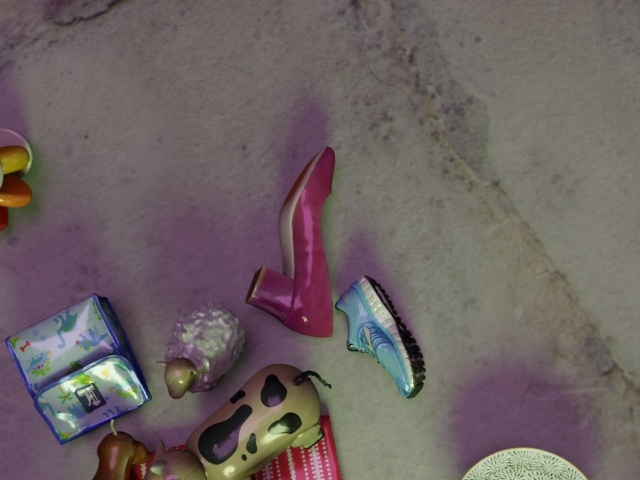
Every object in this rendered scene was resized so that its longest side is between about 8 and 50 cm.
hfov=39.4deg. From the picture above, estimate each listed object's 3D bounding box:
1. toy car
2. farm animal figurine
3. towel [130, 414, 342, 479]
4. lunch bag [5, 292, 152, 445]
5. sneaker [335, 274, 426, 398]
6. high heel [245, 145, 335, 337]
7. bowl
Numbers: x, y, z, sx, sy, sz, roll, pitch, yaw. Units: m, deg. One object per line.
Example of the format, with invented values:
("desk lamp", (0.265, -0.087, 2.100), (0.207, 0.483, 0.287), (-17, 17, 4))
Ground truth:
("toy car", (-0.474, -0.073, 1.197), (0.181, 0.159, 0.136), (-2, 109, 6))
("farm animal figurine", (-0.104, 0.266, 0.983), (0.330, 0.172, 0.327), (31, 76, 16))
("towel", (-0.103, 0.332, 1.067), (0.274, 0.031, 0.199), (-13, 70, 1))
("lunch bag", (-0.299, 0.161, 1.117), (0.128, 0.096, 0.151), (-26, 86, -4))
("sneaker", (0.072, 0.126, 1.103), (0.073, 0.063, 0.162), (-35, 66, 14))
("high heel", (0.000, 0.000, 1.145), (0.117, 0.082, 0.244), (26, 64, -11))
("bowl", (0.227, 0.322, 1.001), (0.170, 0.080, 0.170), (-2, 72, 7))
